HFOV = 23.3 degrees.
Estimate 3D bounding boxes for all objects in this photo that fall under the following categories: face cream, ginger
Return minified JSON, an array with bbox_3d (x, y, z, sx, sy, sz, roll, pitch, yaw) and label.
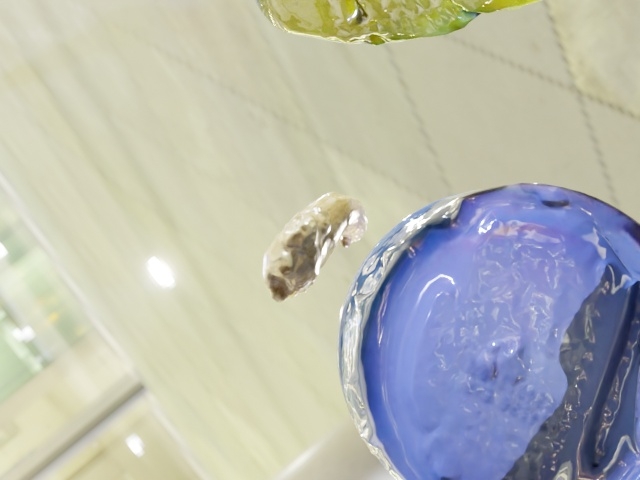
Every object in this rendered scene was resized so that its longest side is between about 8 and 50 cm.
[{"bbox_3d":[0.136,0.082,1.137,0.249,0.249,0.225,50,177,2],"label":"face cream"},{"bbox_3d":[0.001,-0.004,1.359,0.051,0.173,0.069,19,116,24],"label":"ginger"}]

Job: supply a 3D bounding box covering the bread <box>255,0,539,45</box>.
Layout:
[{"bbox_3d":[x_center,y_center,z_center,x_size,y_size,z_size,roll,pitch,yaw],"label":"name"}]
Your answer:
[{"bbox_3d":[0.028,-0.306,0.976,0.251,0.208,0.376,-1,129,30],"label":"bread"}]
